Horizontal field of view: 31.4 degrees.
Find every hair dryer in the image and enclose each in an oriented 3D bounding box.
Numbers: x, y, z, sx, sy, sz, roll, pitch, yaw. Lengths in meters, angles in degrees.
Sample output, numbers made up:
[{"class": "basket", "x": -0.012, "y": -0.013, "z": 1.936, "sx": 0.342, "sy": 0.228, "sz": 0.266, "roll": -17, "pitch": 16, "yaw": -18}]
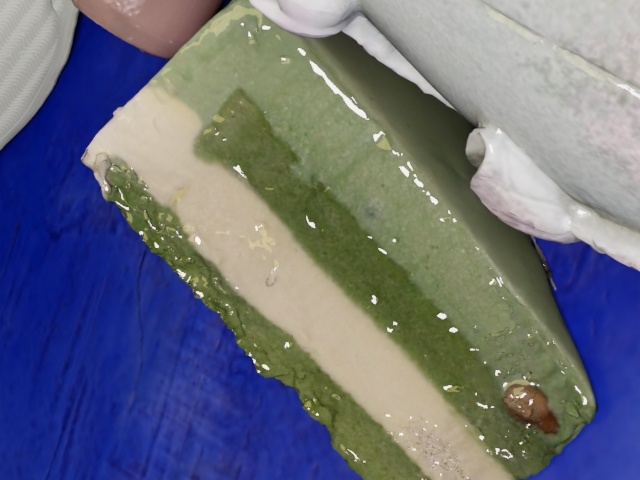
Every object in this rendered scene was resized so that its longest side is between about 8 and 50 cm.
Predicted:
[{"class": "hair dryer", "x": -0.077, "y": -0.178, "z": 0.660, "sx": 0.189, "sy": 0.106, "sz": 0.344, "roll": -57, "pitch": 18, "yaw": 15}]

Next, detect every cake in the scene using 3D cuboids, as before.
[{"class": "cake", "x": 0.003, "y": 0.005, "z": 0.601, "sx": 0.158, "sy": 0.172, "sz": 0.284, "roll": -40, "pitch": 59, "yaw": 29}]

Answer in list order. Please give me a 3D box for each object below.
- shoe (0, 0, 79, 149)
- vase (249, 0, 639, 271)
[{"class": "shoe", "x": -0.252, "y": -0.232, "z": 0.896, "sx": 0.363, "sy": 0.131, "sz": 0.160, "roll": -54, "pitch": 53, "yaw": 12}, {"class": "vase", "x": 0.089, "y": -0.131, "z": 0.407, "sx": 0.445, "sy": 0.250, "sz": 0.250, "roll": 25, "pitch": 98, "yaw": 4}]
